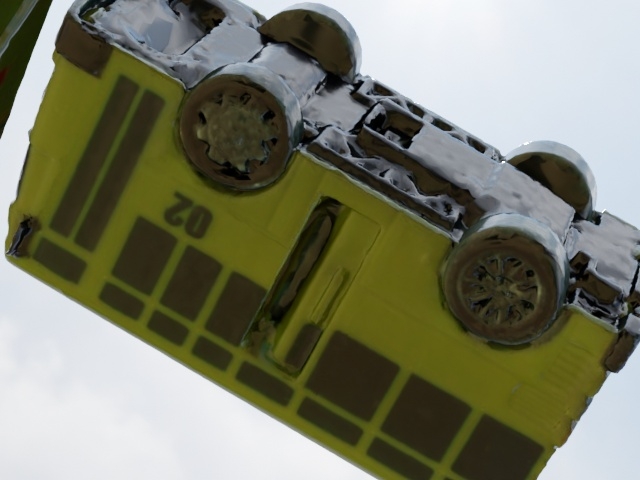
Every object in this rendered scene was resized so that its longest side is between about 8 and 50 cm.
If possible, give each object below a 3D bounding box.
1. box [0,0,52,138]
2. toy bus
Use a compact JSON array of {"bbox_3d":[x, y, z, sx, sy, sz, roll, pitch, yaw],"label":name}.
[{"bbox_3d":[-0.091,-0.142,0.260,0.173,0.043,0.311,40,-36,5],"label":"box"},{"bbox_3d":[0.000,0.000,0.780,0.262,0.128,0.150,30,-64,3],"label":"toy bus"}]
